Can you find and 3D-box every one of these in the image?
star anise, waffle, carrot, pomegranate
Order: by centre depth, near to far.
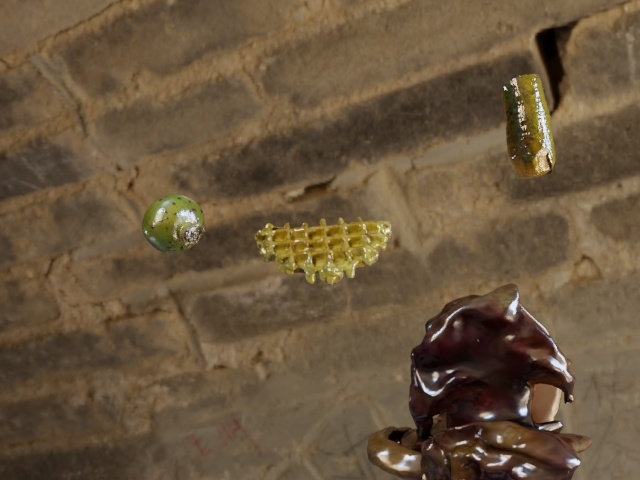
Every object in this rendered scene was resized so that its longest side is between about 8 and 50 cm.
[{"bbox_3d":[0.093,0.134,0.498,0.126,0.190,0.220,-9,-55,0],"label":"star anise"},{"bbox_3d":[0.000,0.000,1.275,0.192,0.160,0.046,19,-44,25],"label":"waffle"},{"bbox_3d":[0.356,-0.194,1.444,0.082,0.173,0.082,-9,-7,-1],"label":"carrot"},{"bbox_3d":[-0.287,-0.027,1.662,0.130,0.130,0.130,5,-36,4],"label":"pomegranate"}]
